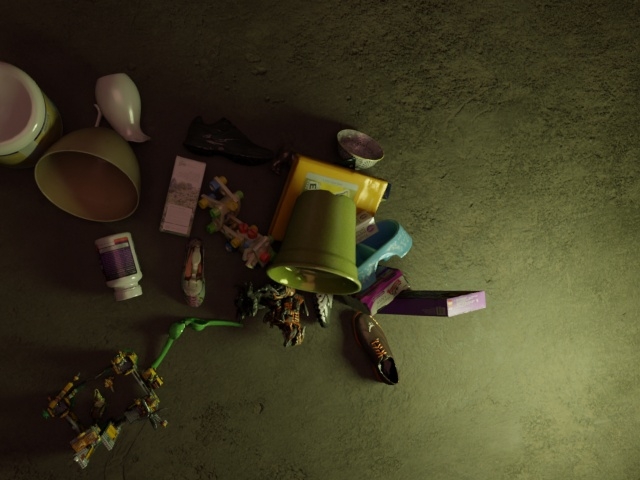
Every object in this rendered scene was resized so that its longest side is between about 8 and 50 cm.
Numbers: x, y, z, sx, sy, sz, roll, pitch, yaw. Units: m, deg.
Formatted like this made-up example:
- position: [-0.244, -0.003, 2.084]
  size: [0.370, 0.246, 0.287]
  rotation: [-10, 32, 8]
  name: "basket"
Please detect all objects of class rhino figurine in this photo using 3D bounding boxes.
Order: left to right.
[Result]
- position: [-0.046, -0.233, 1.858]
  size: [0.243, 0.073, 0.107]
  rotation: [23, 87, -20]
  name: "rhino figurine"

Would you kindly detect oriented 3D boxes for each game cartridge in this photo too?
- position: [0.024, -0.102, 1.800]
  size: [0.323, 0.053, 0.286]
  rotation: [13, 111, -23]
  name: "game cartridge"

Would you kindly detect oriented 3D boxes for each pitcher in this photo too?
- position: [-0.627, -0.387, 1.707]
  size: [0.177, 0.125, 0.207]
  rotation: [-13, 103, 2]
  name: "pitcher"

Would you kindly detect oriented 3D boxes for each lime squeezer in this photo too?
- position: [-0.401, 0.292, 1.766]
  size: [0.310, 0.059, 0.110]
  rotation: [-25, 94, -14]
  name: "lime squeezer"

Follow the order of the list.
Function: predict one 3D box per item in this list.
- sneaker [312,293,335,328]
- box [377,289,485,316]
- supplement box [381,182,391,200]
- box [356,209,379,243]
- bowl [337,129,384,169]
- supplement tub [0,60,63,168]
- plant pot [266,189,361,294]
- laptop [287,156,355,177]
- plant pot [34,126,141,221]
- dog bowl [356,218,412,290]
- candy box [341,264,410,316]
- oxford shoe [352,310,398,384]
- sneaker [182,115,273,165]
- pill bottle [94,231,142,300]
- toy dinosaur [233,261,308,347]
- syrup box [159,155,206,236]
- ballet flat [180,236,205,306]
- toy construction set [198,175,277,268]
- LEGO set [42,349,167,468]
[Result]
- position: [0.025, 0.170, 1.861]
  size: [0.106, 0.078, 0.235]
  rotation: [-9, 88, -11]
  name: "sneaker"
- position: [0.346, 0.198, 1.798]
  size: [0.200, 0.293, 0.057]
  rotation: [-5, 89, -42]
  name: "box"
- position: [0.184, -0.171, 1.906]
  size: [0.083, 0.083, 0.056]
  rotation: [16, 85, -13]
  name: "supplement box"
- position: [0.029, 0.016, 1.800]
  size: [0.323, 0.067, 0.063]
  rotation: [-30, 123, -3]
  name: "box"
- position: [0.119, -0.289, 1.882]
  size: [0.170, 0.170, 0.080]
  rotation: [18, 128, -12]
  name: "bowl"
- position: [-0.848, -0.327, 1.534]
  size: [0.240, 0.331, 0.241]
  rotation: [0, 88, -14]
  name: "supplement tub"
- position: [0.000, 0.000, 1.646]
  size: [0.275, 0.276, 0.254]
  rotation: [15, 70, -13]
  name: "plant pot"
- position: [0.024, -0.110, 1.838]
  size: [0.234, 0.264, 0.137]
  rotation: [-17, 56, -14]
  name: "laptop"
- position: [-0.649, -0.219, 1.636]
  size: [0.283, 0.284, 0.191]
  rotation: [13, 50, -13]
  name: "plant pot"
- position: [0.156, 0.042, 1.797]
  size: [0.297, 0.166, 0.074]
  rotation: [-40, 122, -16]
  name: "dog bowl"
- position: [0.167, 0.155, 1.815]
  size: [0.159, 0.233, 0.071]
  rotation: [-36, 102, -11]
  name: "candy box"
- position: [0.195, 0.358, 1.885]
  size: [0.096, 0.098, 0.272]
  rotation: [-29, 95, -13]
  name: "oxford shoe"
- position: [-0.284, -0.320, 1.791]
  size: [0.286, 0.109, 0.130]
  rotation: [13, 79, -15]
  name: "sneaker"
- position: [-0.602, 0.079, 1.696]
  size: [0.108, 0.108, 0.194]
  rotation: [-15, 92, -14]
  name: "pill bottle"
- position: [-0.154, 0.184, 1.804]
  size: [0.218, 0.164, 0.322]
  rotation: [-9, 55, -28]
  name: "toy dinosaur"
- position: [-0.428, -0.134, 1.751]
  size: [0.093, 0.096, 0.237]
  rotation: [13, 85, -13]
  name: "syrup box"
- position: [-0.396, 0.099, 1.760]
  size: [0.076, 0.079, 0.222]
  rotation: [3, 88, -14]
  name: "ballet flat"
- position: [-0.235, -0.030, 1.714]
  size: [0.151, 0.215, 0.328]
  rotation: [-26, 55, -26]
  name: "toy construction set"
- position: [-0.625, 0.486, 1.627]
  size: [0.331, 0.192, 0.255]
  rotation: [-25, 95, -10]
  name: "LEGO set"
